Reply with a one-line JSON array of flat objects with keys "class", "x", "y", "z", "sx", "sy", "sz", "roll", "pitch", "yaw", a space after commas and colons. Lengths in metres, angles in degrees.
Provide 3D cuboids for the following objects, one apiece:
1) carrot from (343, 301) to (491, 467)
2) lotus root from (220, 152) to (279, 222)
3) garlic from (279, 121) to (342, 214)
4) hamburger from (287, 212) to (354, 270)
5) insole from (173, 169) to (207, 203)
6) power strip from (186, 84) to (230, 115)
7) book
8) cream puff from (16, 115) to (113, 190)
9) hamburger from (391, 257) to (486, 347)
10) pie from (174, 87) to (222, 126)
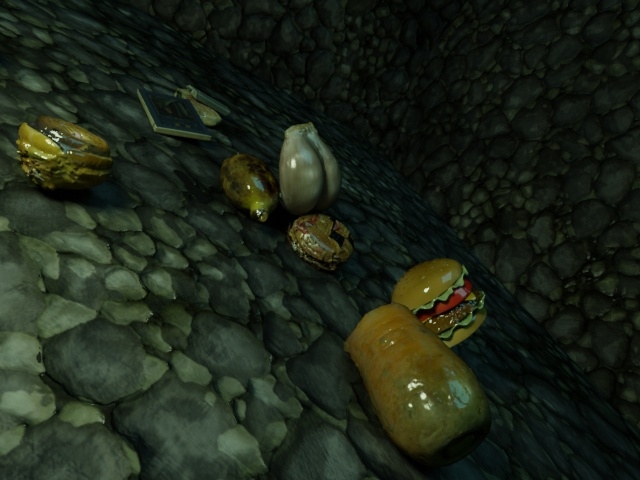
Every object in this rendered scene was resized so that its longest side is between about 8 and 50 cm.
[{"class": "carrot", "x": 0.202, "y": 0.301, "z": 1.050, "sx": 0.224, "sy": 0.224, "sz": 0.340, "roll": 20, "pitch": 24, "yaw": -38}, {"class": "lotus root", "x": -0.206, "y": -0.163, "z": 1.465, "sx": 0.169, "sy": 0.141, "sz": 0.314, "roll": 21, "pitch": 28, "yaw": -44}, {"class": "garlic", "x": -0.076, "y": -0.173, "z": 1.557, "sx": 0.246, "sy": 0.340, "sz": 0.231, "roll": 38, "pitch": 49, "yaw": 6}, {"class": "hamburger", "x": 0.000, "y": 0.000, "z": 1.514, "sx": 0.231, "sy": 0.107, "sz": 0.231, "roll": 31, "pitch": 29, "yaw": -20}, {"class": "insole", "x": -0.369, "y": -0.154, "z": 1.381, "sx": 0.152, "sy": 0.002, "sz": 0.053, "roll": 45, "pitch": 23, "yaw": 19}, {"class": "power strip", "x": -0.443, "y": -0.550, "z": 1.910, "sx": 0.060, "sy": 0.027, "sz": 0.253, "roll": 46, "pitch": 14, "yaw": 23}, {"class": "book", "x": -0.501, "y": -0.430, "z": 1.660, "sx": 0.191, "sy": 0.025, "sz": 0.269, "roll": 2, "pitch": 39, "yaw": -37}, {"class": "cream puff", "x": -0.524, "y": -0.168, "z": 0.995, "sx": 0.189, "sy": 0.129, "sz": 0.189, "roll": 27, "pitch": 12, "yaw": -6}, {"class": "hamburger", "x": 0.329, "y": 0.170, "z": 1.418, "sx": 0.212, "sy": 0.275, "sz": 0.274, "roll": 58, "pitch": 20, "yaw": -6}, {"class": "pie", "x": -0.465, "y": -0.513, "z": 1.899, "sx": 0.185, "sy": 0.052, "sz": 0.218, "roll": 14, "pitch": 30, "yaw": -43}]
